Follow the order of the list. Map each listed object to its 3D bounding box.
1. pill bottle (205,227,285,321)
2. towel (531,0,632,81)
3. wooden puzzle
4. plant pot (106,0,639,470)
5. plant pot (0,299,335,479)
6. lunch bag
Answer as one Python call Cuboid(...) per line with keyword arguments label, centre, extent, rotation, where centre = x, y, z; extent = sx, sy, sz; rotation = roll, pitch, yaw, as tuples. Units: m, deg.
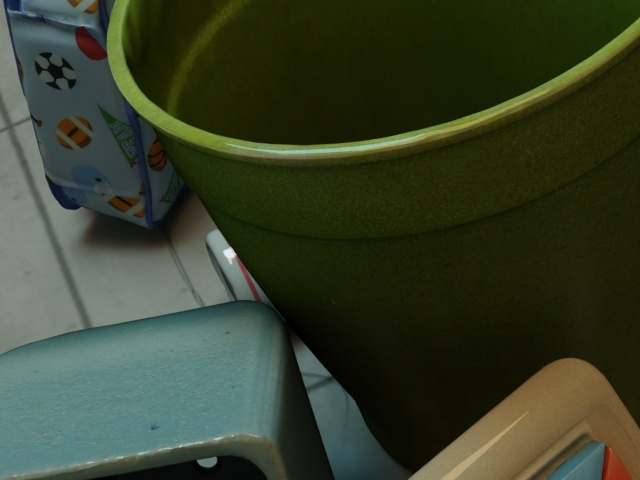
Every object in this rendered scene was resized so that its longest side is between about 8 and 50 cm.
Cuboid(label="pill bottle", centre=(0.000, 0.000, 1.408), extent=(0.160, 0.087, 0.087), rotation=(-26, 39, -8))
Cuboid(label="towel", centre=(0.205, -0.163, 1.261), extent=(0.037, 0.237, 0.329), rotation=(-37, 85, -36))
Cuboid(label="wooden puzzle", centre=(0.133, 0.217, 1.011), extent=(0.221, 0.239, 0.044), rotation=(-37, 3, -19))
Cuboid(label="plant pot", centre=(0.095, -0.039, 1.199), extent=(0.366, 0.353, 0.366), rotation=(-13, 38, 10))
Cuboid(label="plant pot", centre=(-0.099, 0.170, 1.148), extent=(0.247, 0.247, 0.252), rotation=(-11, 26, 12))
Cuboid(label="lunch bag", centre=(-0.148, -0.173, 1.518), extent=(0.115, 0.303, 0.243), rotation=(13, 47, 17))
